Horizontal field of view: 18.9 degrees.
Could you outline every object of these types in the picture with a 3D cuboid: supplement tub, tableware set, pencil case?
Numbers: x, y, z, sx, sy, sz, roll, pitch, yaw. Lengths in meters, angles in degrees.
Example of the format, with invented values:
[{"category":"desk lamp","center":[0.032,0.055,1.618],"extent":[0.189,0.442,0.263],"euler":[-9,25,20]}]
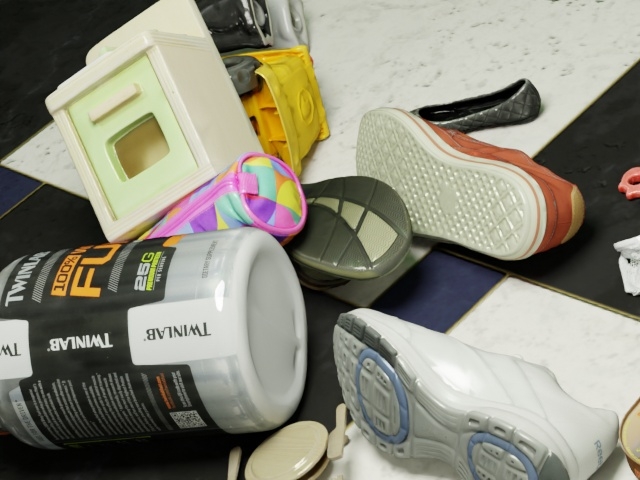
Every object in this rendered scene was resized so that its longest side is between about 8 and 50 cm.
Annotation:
[{"category":"supplement tub","center":[-0.186,0.097,1.826],"extent":[0.316,0.194,0.193],"euler":[-7,37,20]},{"category":"tableware set","center":[-0.027,0.232,1.698],"extent":[0.128,0.039,0.194],"euler":[-23,27,18]},{"category":"pencil case","center":[-0.119,0.003,1.926],"extent":[0.236,0.104,0.104],"euler":[-35,23,36]}]

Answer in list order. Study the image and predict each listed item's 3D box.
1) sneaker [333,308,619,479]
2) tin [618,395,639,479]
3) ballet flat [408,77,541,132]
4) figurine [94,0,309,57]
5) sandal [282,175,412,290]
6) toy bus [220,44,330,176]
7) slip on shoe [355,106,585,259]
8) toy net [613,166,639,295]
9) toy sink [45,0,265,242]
[{"category":"sneaker","center":[0.130,0.142,1.687],"extent":[0.129,0.111,0.297],"euler":[-22,41,-39]},{"category":"tin","center":[0.330,0.140,1.633],"extent":[0.106,0.040,0.189],"euler":[19,51,39]},{"category":"ballet flat","center":[0.155,-0.144,2.099],"extent":[0.173,0.049,0.057],"euler":[-11,35,15]},{"category":"figurine","center":[-0.141,-0.245,2.306],"extent":[0.209,0.092,0.215],"euler":[-14,-3,18]},{"category":"sandal","center":[0.000,-0.001,1.967],"extent":[0.120,0.086,0.303],"euler":[-45,26,-21]},{"category":"toy bus","center":[-0.100,-0.151,2.178],"extent":[0.220,0.149,0.211],"euler":[-4,25,28]},{"category":"slip on shoe","center":[0.141,-0.057,1.955],"extent":[0.101,0.123,0.331],"euler":[-3,17,-34]},{"category":"toy net","center":[0.329,-0.039,1.867],"extent":[0.122,0.045,0.232],"euler":[6,43,33]},{"category":"toy sink","center":[-0.181,-0.134,2.011],"extent":[0.152,0.234,0.131],"euler":[-30,-13,26]}]
